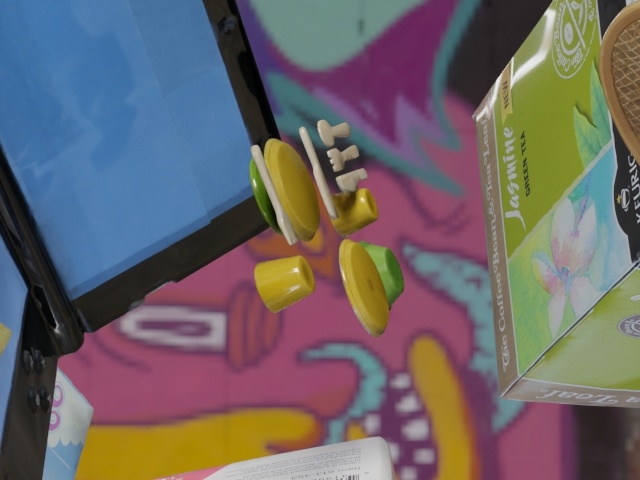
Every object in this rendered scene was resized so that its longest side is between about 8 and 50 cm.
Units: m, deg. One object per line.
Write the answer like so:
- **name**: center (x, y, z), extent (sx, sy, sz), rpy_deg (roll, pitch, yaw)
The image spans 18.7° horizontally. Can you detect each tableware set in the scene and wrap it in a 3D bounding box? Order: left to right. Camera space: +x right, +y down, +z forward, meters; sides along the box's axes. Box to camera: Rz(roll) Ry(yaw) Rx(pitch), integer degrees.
- **tableware set**: center (0.000, 0.000, 0.887), extent (0.104, 0.024, 0.154), rpy_deg (69, -162, -2)

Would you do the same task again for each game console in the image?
- **game console**: center (-0.126, -0.030, 0.996), extent (0.250, 0.173, 0.293), rpy_deg (-91, -14, -48)

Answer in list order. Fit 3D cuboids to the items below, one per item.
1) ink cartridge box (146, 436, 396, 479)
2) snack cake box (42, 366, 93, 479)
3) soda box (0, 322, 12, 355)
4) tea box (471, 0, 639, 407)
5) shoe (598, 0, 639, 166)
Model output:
- **ink cartridge box**: center (-0.042, 0.182, 0.887), extent (0.237, 0.172, 0.100), rpy_deg (-82, -20, -79)
- **snack cake box**: center (-0.284, 0.089, 1.354), extent (0.264, 0.152, 0.089), rpy_deg (60, -142, -52)
- **soda box**: center (-0.180, 0.070, 0.656), extent (0.181, 0.058, 0.061), rpy_deg (-33, 26, 44)
- **tea box**: center (0.302, -0.045, 1.169), extent (0.323, 0.329, 0.220), rpy_deg (124, 147, -58)
- **shoe**: center (0.206, -0.020, 0.820), extent (0.076, 0.219, 0.058), rpy_deg (-49, -7, 21)
